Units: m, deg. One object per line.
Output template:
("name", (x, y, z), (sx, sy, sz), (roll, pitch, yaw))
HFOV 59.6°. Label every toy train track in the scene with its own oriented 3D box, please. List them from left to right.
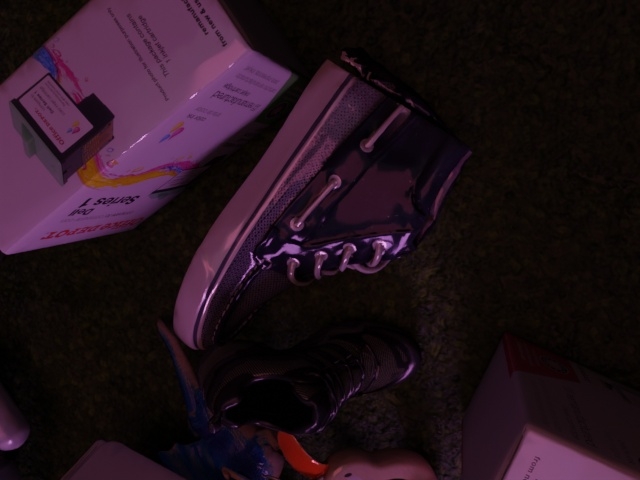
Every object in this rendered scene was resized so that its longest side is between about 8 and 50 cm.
("toy train track", (-0.063, 0.245, 0.545), (0.083, 0.014, 0.048), (17, 136, 22))

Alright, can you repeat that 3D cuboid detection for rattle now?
("rattle", (0.047, 0.267, 0.522), (0.130, 0.143, 0.199), (-39, 120, 17))

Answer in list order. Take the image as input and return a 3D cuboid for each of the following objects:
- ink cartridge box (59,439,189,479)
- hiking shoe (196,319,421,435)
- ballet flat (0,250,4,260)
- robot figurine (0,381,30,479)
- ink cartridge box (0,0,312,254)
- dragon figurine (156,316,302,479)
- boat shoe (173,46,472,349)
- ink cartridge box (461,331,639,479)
("ink cartridge box", (-0.189, 0.383, 0.591), (0.211, 0.121, 0.289), (20, 121, 13))
("hiking shoe", (0.001, 0.142, 0.532), (0.226, 0.114, 0.086), (-7, 113, -14))
("ballet flat", (-0.496, -0.051, 0.686), (0.250, 0.058, 0.084), (40, 104, 6))
("robot figurine", (-0.496, 0.257, 0.653), (0.299, 0.200, 0.354), (-31, 89, 1))
("ink cartridge box", (-0.164, -0.117, 0.521), (0.278, 0.201, 0.117), (-34, 88, 16))
("dragon figurine", (-0.115, 0.222, 0.615), (0.289, 0.085, 0.144), (38, 104, 5))
("boat shoe", (0.000, 0.000, 0.534), (0.158, 0.127, 0.341), (36, 104, 14))
("ink cartridge box", (0.268, 0.211, 0.458), (0.282, 0.207, 0.117), (23, 104, 9))
